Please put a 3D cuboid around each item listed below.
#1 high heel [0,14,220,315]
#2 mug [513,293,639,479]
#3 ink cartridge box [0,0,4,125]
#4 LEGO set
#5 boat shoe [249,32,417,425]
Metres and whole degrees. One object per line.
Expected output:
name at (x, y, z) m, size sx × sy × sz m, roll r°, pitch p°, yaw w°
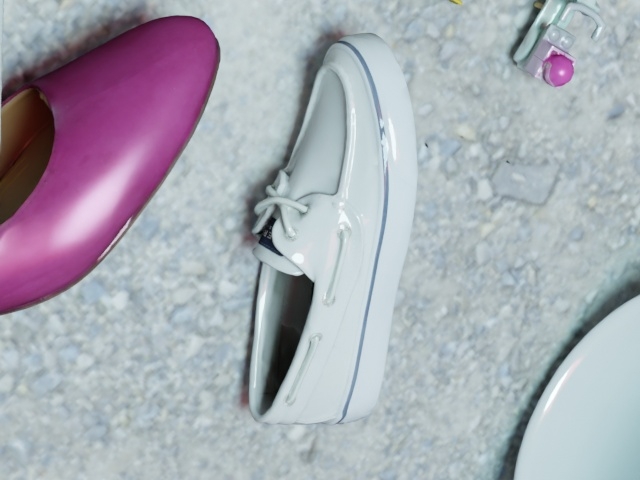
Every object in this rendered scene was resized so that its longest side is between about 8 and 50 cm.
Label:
high heel at (-0.230, -0.026, 0.881) m, size 0.377 × 0.127 × 0.181 m, roll -44°, pitch 129°, yaw -4°
mug at (0.351, 0.169, 1.175) m, size 0.328 × 0.276 × 0.374 m, roll 31°, pitch 61°, yaw -36°
ink cartridge box at (-0.279, -0.079, 0.818) m, size 0.238 × 0.060 × 0.275 m, roll 10°, pitch 73°, yaw -39°
LEGO set at (0.069, -0.185, 0.991) m, size 0.287 × 0.107 × 0.132 m, roll 14°, pitch 100°, yaw -29°
boat shoe at (0.000, 0.000, 1.025) m, size 0.084 × 0.095 × 0.258 m, roll -5°, pitch 107°, yaw -29°
